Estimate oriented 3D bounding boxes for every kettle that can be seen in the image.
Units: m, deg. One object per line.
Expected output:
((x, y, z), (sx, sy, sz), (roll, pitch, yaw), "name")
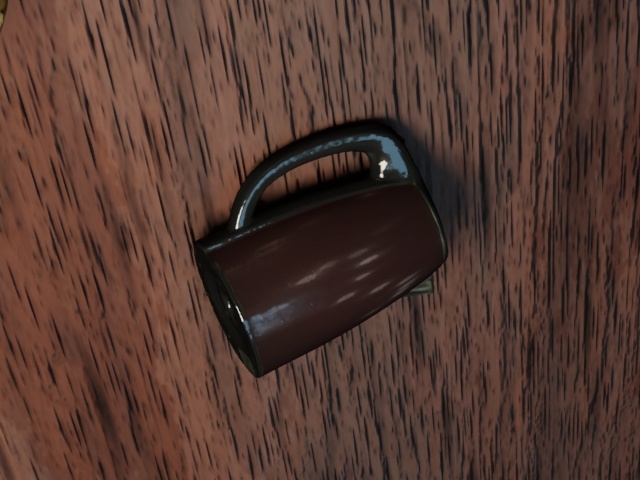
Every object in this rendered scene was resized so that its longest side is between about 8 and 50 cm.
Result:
((0.000, 0.000, 1.457), (0.232, 0.144, 0.202), (-26, 105, -14), "kettle")

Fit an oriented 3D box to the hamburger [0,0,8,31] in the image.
((-0.332, -0.241, 0.958), (0.287, 0.268, 0.445), (-37, 140, -2), "hamburger")
